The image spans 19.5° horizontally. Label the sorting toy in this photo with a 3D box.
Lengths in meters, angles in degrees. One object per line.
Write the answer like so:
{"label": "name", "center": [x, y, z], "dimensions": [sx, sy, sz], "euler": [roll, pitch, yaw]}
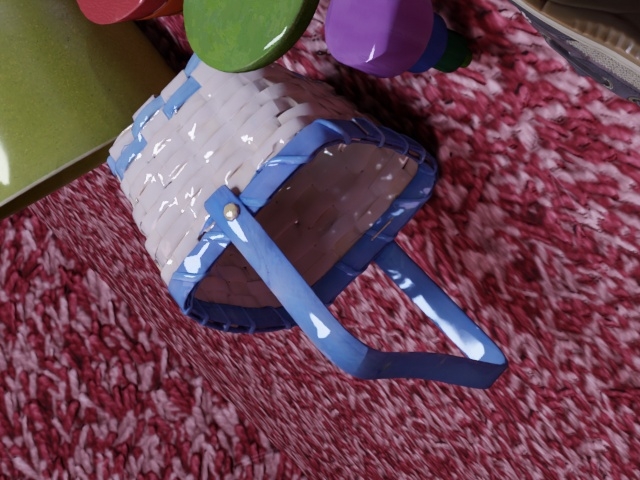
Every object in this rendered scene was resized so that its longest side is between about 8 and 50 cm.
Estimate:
{"label": "sorting toy", "center": [-0.027, -0.171, 1.323], "dimensions": [0.126, 0.127, 0.366], "euler": [17, -176, -44]}

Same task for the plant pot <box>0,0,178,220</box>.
{"label": "plant pot", "center": [-0.305, -0.184, 1.698], "dimensions": [0.293, 0.275, 0.275], "euler": [60, 164, -3]}

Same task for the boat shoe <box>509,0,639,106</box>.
{"label": "boat shoe", "center": [0.151, -0.119, 0.984], "dimensions": [0.224, 0.080, 0.073], "euler": [35, 158, 12]}

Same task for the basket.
{"label": "basket", "center": [0.000, 0.000, 1.396], "dimensions": [0.289, 0.201, 0.255], "euler": [45, -166, 27]}
